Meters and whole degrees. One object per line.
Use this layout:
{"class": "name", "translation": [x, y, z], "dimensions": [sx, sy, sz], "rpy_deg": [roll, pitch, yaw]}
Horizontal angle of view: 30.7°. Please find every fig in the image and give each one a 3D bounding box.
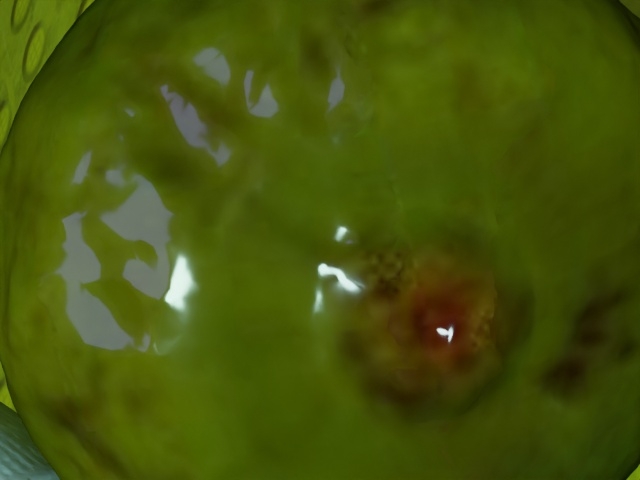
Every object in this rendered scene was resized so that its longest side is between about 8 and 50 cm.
{"class": "fig", "translation": [0.012, -0.001, 0.570], "dimensions": [0.343, 0.343, 0.344], "rpy_deg": [-27, 57, 50]}

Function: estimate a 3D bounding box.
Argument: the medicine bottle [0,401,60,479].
{"class": "medicine bottle", "translation": [-0.093, 0.247, 0.573], "dimensions": [0.371, 0.211, 0.211], "rpy_deg": [29, 106, 22]}
